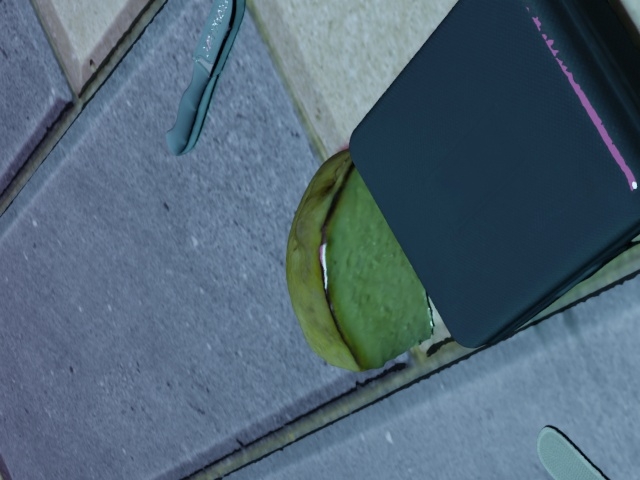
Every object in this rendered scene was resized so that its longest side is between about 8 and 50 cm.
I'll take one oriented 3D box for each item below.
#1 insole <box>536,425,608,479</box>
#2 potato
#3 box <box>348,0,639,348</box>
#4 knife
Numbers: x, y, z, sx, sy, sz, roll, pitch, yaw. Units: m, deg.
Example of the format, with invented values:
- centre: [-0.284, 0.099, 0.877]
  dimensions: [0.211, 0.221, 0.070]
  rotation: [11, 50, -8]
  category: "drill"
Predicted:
- centre: [0.176, 0.162, 0.991]
  dimensions: [0.152, 0.002, 0.053]
  rotation: [46, 144, 35]
  category: "insole"
- centre: [0.000, 0.000, 1.102]
  dimensions: [0.120, 0.081, 0.149]
  rotation: [18, 124, 52]
  category: "potato"
- centre: [0.102, -0.047, 0.927]
  dimensions: [0.160, 0.050, 0.230]
  rotation: [61, 150, 12]
  category: "box"
- centre: [-0.083, -0.124, 1.227]
  dimensions: [0.028, 0.015, 0.210]
  rotation: [62, 151, 23]
  category: "knife"
